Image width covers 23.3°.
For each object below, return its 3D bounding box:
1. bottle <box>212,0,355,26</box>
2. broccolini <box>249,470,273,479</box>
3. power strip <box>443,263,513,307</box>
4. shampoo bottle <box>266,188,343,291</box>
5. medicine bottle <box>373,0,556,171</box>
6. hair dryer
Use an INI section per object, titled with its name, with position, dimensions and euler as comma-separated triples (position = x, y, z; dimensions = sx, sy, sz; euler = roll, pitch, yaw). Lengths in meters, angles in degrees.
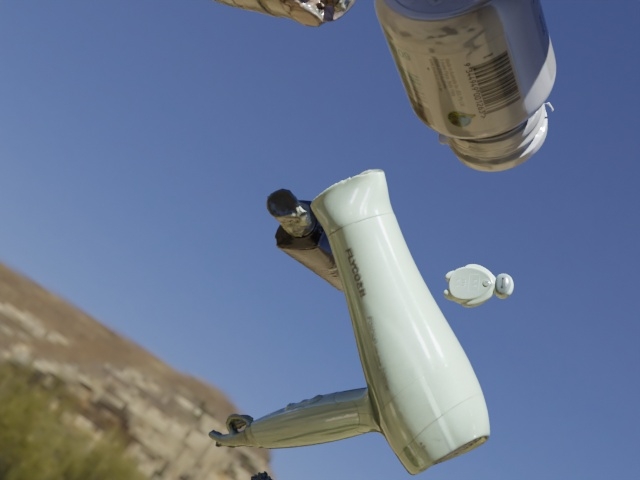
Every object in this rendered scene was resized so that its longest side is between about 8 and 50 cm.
[bottle]
position = -0.026, -0.204, 1.108
dimensions = 0.152, 0.099, 0.099
euler = 22, -20, 37
[broccolini]
position = 0.004, 0.279, 1.472
dimensions = 0.216, 0.058, 0.067
euler = 31, 10, -42
[power strip]
position = 0.190, 0.057, 1.859
dimensions = 0.083, 0.055, 0.035
euler = 0, -25, 17
[shampoo bottle]
position = 0.000, -0.001, 1.614
dimensions = 0.064, 0.057, 0.208
euler = 13, -13, 26
[medicine bottle]
position = 0.134, -0.160, 1.353
dimensions = 0.135, 0.135, 0.215
euler = 25, -25, 34
[hair dryer]
position = -0.006, 0.087, 1.112
dimensions = 0.237, 0.075, 0.206
euler = -30, -103, 36
